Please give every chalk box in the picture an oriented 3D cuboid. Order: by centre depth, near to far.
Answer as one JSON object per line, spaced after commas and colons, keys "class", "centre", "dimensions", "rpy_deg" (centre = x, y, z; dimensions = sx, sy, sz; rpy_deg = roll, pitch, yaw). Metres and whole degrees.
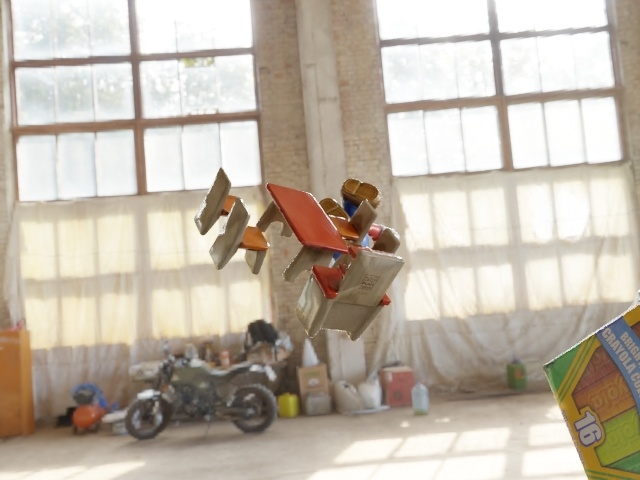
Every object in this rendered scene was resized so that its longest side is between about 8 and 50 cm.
{"class": "chalk box", "centre": [0.297, 0.104, 0.536], "dimensions": [0.132, 0.132, 0.213], "rpy_deg": [4, -36, -27]}

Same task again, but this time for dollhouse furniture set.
{"class": "dollhouse furniture set", "centre": [0.000, 0.000, 0.992], "dimensions": [0.262, 0.135, 0.259], "rpy_deg": [11, 30, -34]}

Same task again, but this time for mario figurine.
{"class": "mario figurine", "centre": [0.078, 0.024, 1.504], "dimensions": [0.198, 0.170, 0.320], "rpy_deg": [-9, -31, -3]}

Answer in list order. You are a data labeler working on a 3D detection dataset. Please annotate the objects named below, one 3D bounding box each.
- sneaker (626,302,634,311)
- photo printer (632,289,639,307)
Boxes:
{"class": "sneaker", "centre": [0.731, 0.164, 1.361], "dimensions": [0.321, 0.126, 0.127], "rpy_deg": [0, -44, 13]}
{"class": "photo printer", "centre": [0.533, 0.250, 1.040], "dimensions": [0.256, 0.307, 0.107], "rpy_deg": [22, 16, 36]}
